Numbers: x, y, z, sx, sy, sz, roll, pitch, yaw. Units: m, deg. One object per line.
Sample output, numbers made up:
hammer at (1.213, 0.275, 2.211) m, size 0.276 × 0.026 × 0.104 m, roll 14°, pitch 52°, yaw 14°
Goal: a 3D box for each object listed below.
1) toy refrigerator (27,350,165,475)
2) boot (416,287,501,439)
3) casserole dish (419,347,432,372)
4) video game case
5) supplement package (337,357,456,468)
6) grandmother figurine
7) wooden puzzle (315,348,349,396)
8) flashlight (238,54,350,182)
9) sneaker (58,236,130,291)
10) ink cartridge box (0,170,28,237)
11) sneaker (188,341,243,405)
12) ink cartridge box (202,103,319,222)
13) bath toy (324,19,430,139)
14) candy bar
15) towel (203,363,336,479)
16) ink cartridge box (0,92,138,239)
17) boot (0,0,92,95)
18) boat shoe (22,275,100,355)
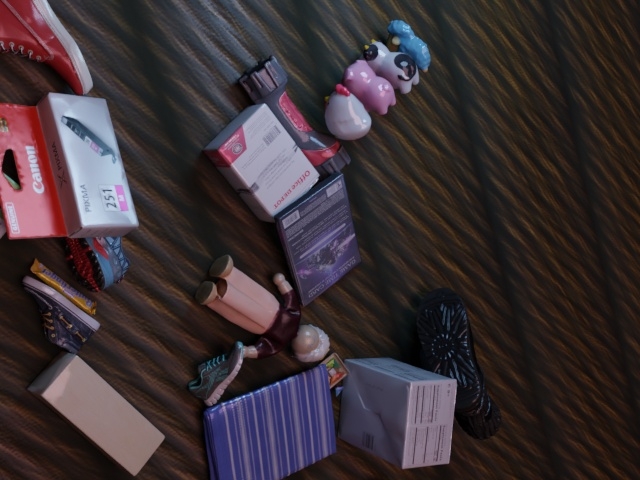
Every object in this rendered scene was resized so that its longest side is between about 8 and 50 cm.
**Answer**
toy refrigerator at (-0.452, 0.350, 1.685) m, size 0.269 × 0.094 × 0.102 m, roll 51°, pitch 62°, yaw -27°
boot at (0.354, 0.319, 2.131) m, size 0.260 × 0.131 × 0.347 m, roll 49°, pitch 30°, yaw -54°
casserole dish at (0.320, 0.338, 2.221) m, size 0.114 × 0.037 × 0.188 m, roll -29°, pitch 110°, yaw -28°
video game case at (0.000, 0.000, 1.928) m, size 0.196 × 0.026 × 0.274 m, roll -37°, pitch 135°, yaw -25°
supplement package at (0.180, 0.407, 2.000) m, size 0.145 × 0.262 × 0.204 m, roll 3°, pitch 93°, yaw -33°
grandmother figurine at (-0.119, 0.179, 1.882) m, size 0.342 × 0.104 × 0.207 m, roll 34°, pitch 89°, yaw -28°
wooden puzzle at (0.025, 0.319, 2.024) m, size 0.078 × 0.014 × 0.116 m, roll -43°, pitch 105°, yaw -8°
flashlight at (-0.050, -0.276, 1.883) m, size 0.304 × 0.103 × 0.103 m, roll 55°, pitch 40°, yaw -24°
sneaker at (-0.457, -0.034, 1.657) m, size 0.125 × 0.104 × 0.261 m, roll -27°, pitch 105°, yaw -57°
ink cartridge box at (-0.691, -0.031, 1.470) m, size 0.211 × 0.122 × 0.289 m, roll 44°, pitch 71°, yaw -29°
sneaker at (-0.229, 0.285, 1.819) m, size 0.076 × 0.065 × 0.166 m, roll 29°, pitch 102°, yaw -20°
ink cartridge box at (-0.128, -0.170, 1.844) m, size 0.158 × 0.092 × 0.218 m, roll -48°, pitch 116°, yaw -19°
bath toy at (0.116, -0.373, 1.928) m, size 0.348 × 0.151 × 0.129 m, roll -50°, pitch 136°, yaw -34°
candy bar at (-0.510, 0.094, 1.654) m, size 0.018 × 0.040 × 0.161 m, roll -37°, pitch 119°, yaw 17°
towel at (-0.114, 0.447, 1.940) m, size 0.336 × 0.040 × 0.243 m, roll -16°, pitch 108°, yaw -33°
ink cartridge box at (-0.478, -0.140, 1.532) m, size 0.239 × 0.060 × 0.275 m, roll -3°, pitch 71°, yaw -50°
boot at (-0.555, -0.349, 1.553) m, size 0.176 × 0.088 × 0.244 m, roll -39°, pitch 106°, yaw -24°
boat shoe at (-0.524, 0.149, 1.631) m, size 0.183 × 0.065 × 0.083 m, roll 44°, pitch 70°, yaw -29°
